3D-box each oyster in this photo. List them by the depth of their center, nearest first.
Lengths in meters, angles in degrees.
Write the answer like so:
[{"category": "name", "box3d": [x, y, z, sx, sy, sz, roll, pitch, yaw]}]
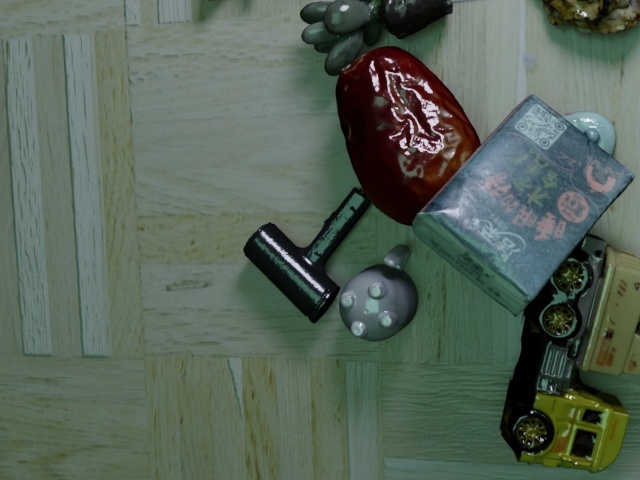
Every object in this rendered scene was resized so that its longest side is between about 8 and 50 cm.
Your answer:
[{"category": "oyster", "box3d": [0.408, -0.528, 1.735, 0.204, 0.111, 0.396, -16, 94, 29]}]

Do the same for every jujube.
[{"category": "jujube", "box3d": [0.151, -0.181, 1.807, 0.223, 0.223, 0.318, -29, 84, 18]}]

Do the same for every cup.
[{"category": "cup", "box3d": [0.117, 0.106, 1.884, 0.173, 0.142, 0.134, -36, 85, 17]}]

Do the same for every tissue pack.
[{"category": "tissue pack", "box3d": [0.331, -0.065, 1.669, 0.228, 0.103, 0.316, 40, 67, 9]}]

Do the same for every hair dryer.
[{"category": "hair dryer", "box3d": [0.000, 0.000, 1.950, 0.197, 0.089, 0.251, 43, 97, 10]}]

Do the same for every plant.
[{"category": "plant", "box3d": [0.097, -0.415, 1.833, 0.274, 0.149, 0.146, -26, 70, 16]}]

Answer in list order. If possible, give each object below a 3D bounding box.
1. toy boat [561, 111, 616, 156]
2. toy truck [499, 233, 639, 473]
[{"category": "toy boat", "box3d": [0.421, -0.146, 1.800, 0.207, 0.079, 0.134, -31, 84, 19]}, {"category": "toy truck", "box3d": [0.460, 0.197, 1.778, 0.254, 0.180, 0.405, 14, 97, 7]}]
